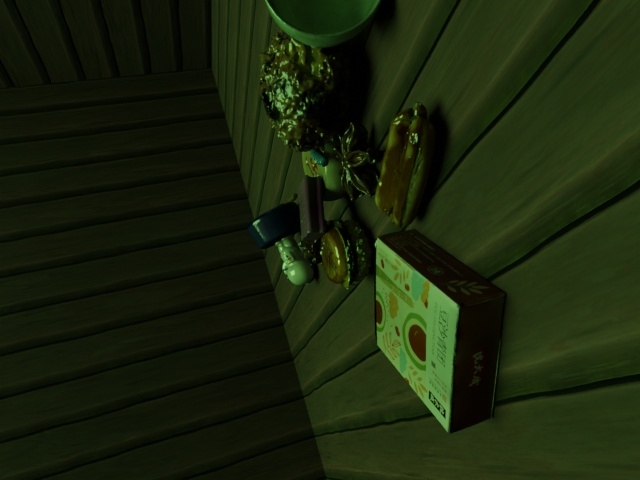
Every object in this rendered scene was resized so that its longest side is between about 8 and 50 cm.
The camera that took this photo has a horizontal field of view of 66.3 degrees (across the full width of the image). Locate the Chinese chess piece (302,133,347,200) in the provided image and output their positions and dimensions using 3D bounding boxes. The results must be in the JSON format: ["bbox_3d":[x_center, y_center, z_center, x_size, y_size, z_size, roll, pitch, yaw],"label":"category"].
[{"bbox_3d":[0.019,-0.273,1.742,0.273,0.102,0.274,168,90,-73],"label":"Chinese chess piece"}]

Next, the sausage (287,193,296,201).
[{"bbox_3d":[-0.140,-0.211,2.428,0.116,0.026,0.026,158,100,-72],"label":"sausage"}]

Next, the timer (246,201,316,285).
[{"bbox_3d":[-0.152,0.040,2.333,0.384,0.270,0.270,62,162,3],"label":"timer"}]

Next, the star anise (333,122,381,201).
[{"bbox_3d":[0.120,-0.233,1.469,0.214,0.098,0.220,61,156,7],"label":"star anise"}]

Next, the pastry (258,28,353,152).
[{"bbox_3d":[-0.044,-0.449,1.495,0.405,0.292,0.338,139,118,-75],"label":"pastry"}]

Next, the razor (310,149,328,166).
[{"bbox_3d":[-0.036,-0.307,1.650,0.082,0.042,0.253,37,-171,-37],"label":"razor"}]

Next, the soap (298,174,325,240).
[{"bbox_3d":[-0.031,-0.108,1.680,0.122,0.065,0.203,132,136,-69],"label":"soap"}]

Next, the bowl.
[{"bbox_3d":[0.007,-0.628,1.237,0.163,0.306,0.308,71,-175,-86],"label":"bowl"}]

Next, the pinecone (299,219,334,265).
[{"bbox_3d":[0.003,0.002,1.867,0.150,0.179,0.195,38,176,-2],"label":"pinecone"}]

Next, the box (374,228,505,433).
[{"bbox_3d":[0.271,0.204,1.221,0.385,0.122,0.345,-133,36,-59],"label":"box"}]

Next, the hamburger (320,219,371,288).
[{"bbox_3d":[0.087,0.043,1.672,0.261,0.138,0.244,-158,59,-69],"label":"hamburger"}]

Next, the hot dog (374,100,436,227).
[{"bbox_3d":[0.214,-0.178,1.189,0.135,0.100,0.338,54,153,36],"label":"hot dog"}]
